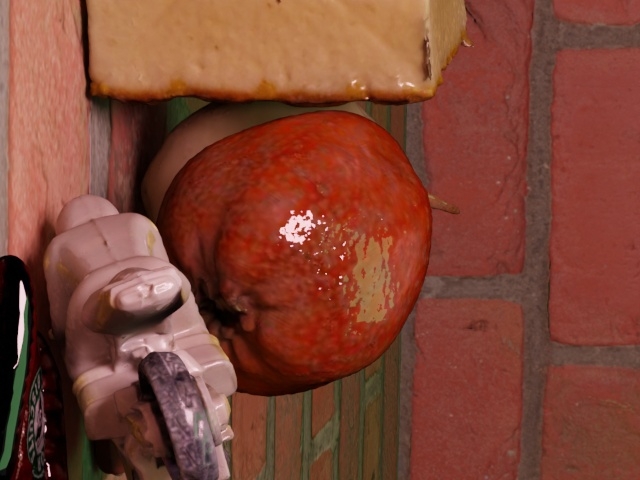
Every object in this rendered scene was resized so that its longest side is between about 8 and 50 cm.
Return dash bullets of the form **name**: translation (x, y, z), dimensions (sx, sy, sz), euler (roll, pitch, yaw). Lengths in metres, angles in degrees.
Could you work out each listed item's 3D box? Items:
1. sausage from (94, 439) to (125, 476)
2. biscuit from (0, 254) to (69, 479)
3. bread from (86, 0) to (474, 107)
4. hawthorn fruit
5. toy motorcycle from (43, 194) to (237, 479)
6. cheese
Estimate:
- **sausage**: translation (-0.169, 0.126, 1.515), dimensions (0.035, 0.030, 0.147), euler (-75, 163, -54)
- **biscuit**: translation (-0.201, 0.109, 1.232), dimensions (0.235, 0.063, 0.151), euler (85, 10, -74)
- **bread**: translation (-0.029, -0.233, 1.540), dimensions (0.279, 0.279, 0.207), euler (-57, 146, -66)
- **hawthorn fruit**: translation (0.000, 0.000, 1.478), dimensions (0.262, 0.210, 0.210), euler (-27, 124, -41)
- **toy motorcycle**: translation (-0.130, 0.072, 1.332), dimensions (0.340, 0.107, 0.223), euler (168, -95, -78)
- **cheese**: translation (-0.060, -0.057, 1.655), dimensions (0.235, 0.218, 0.117), euler (-26, 79, -41)
